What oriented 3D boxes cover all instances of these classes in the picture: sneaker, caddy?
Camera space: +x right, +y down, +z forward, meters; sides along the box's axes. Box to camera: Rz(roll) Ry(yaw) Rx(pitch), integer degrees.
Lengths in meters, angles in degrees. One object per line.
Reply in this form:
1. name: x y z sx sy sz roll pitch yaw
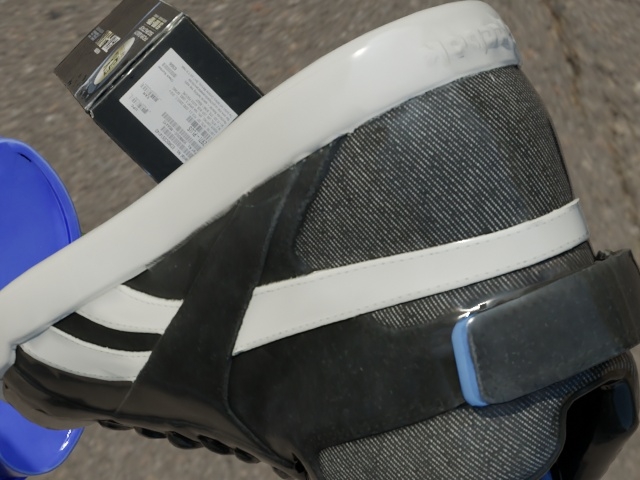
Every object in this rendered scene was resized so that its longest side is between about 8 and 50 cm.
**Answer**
1. sneaker: -0.010 0.043 0.421 0.217 0.079 0.121 -35 78 51
2. caddy: -0.318 0.061 1.430 0.241 0.179 0.341 -6 91 -21

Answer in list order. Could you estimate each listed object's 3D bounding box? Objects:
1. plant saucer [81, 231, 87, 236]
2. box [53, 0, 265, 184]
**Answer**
1. plant saucer: -0.279 0.063 1.620 0.188 0.045 0.188 18 128 37
2. box: -0.060 -0.053 1.006 0.077 0.147 0.180 -45 111 -1
